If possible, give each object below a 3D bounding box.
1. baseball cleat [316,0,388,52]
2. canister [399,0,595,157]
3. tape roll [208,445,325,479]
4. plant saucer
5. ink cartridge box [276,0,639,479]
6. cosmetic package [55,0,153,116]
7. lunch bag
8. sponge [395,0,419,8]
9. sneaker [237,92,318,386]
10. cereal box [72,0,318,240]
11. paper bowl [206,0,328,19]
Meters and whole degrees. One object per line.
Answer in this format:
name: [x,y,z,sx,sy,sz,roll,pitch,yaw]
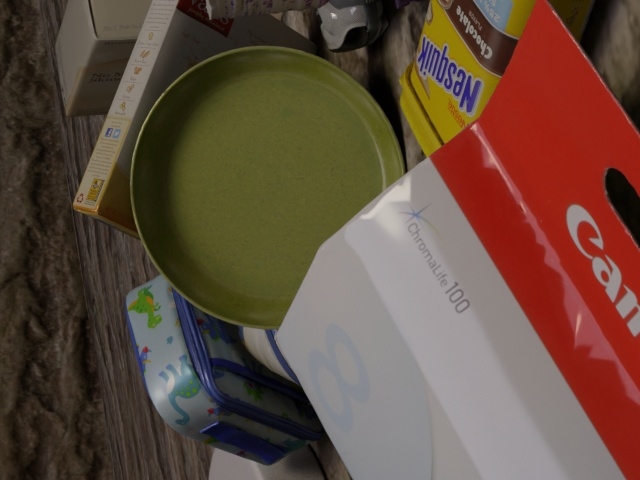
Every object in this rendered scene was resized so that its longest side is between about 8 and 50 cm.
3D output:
baseball cleat: [0.001,-0.220,1.213,0.206,0.072,0.109,-129,30,-66]
canister: [0.112,-0.129,0.894,0.170,0.073,0.126,103,154,-42]
tape roll: [-0.046,0.400,1.565,0.392,0.072,0.392,174,90,-72]
plant saucer: [-0.043,-0.045,1.204,0.037,0.241,0.240,-35,-58,-75]
ink cartridge box: [0.112,0.094,0.832,0.308,0.091,0.385,61,156,20]
cosmetic package: [-0.243,-0.261,1.815,0.309,0.160,0.113,143,118,-71]
lunch bag: [-0.090,0.128,1.412,0.219,0.090,0.176,33,-148,-51]
sponge: [0.049,-0.235,0.977,0.210,0.031,0.117,-5,-102,-86]
sneaker: [0.000,0.000,1.278,0.131,0.112,0.296,33,132,47]
cereal box: [-0.109,-0.107,1.287,0.047,0.173,0.240,13,80,47]
paper bowl: [-0.079,-0.293,0.968,0.284,0.148,0.284,171,90,-85]
